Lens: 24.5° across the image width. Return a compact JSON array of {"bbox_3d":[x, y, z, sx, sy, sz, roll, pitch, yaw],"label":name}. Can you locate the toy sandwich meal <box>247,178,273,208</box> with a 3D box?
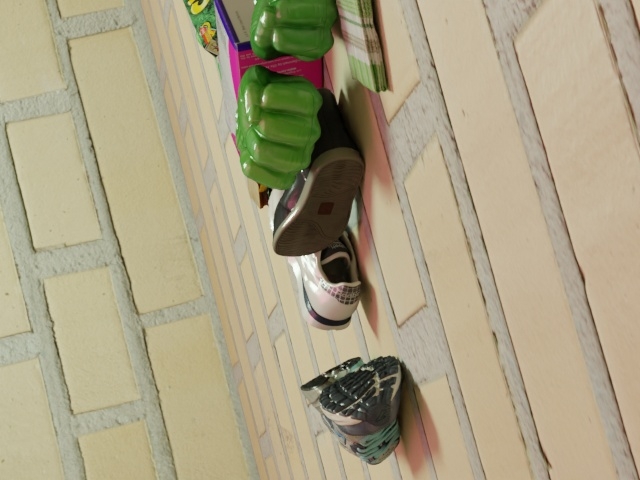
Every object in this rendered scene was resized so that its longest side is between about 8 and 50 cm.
[{"bbox_3d":[-0.080,-0.068,2.072,0.085,0.029,0.085,167,90,-80],"label":"toy sandwich meal"}]

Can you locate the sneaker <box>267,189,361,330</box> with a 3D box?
[{"bbox_3d":[0.000,0.000,1.907,0.095,0.090,0.235,110,144,-49],"label":"sneaker"}]

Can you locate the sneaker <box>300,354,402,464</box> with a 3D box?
[{"bbox_3d":[0.064,0.215,1.814,0.122,0.110,0.283,59,173,-4],"label":"sneaker"}]

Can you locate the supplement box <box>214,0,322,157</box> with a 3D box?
[{"bbox_3d":[-0.064,-0.207,1.859,0.220,0.114,0.111,90,163,-48],"label":"supplement box"}]

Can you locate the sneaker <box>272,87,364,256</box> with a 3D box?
[{"bbox_3d":[-0.008,-0.078,1.792,0.222,0.083,0.118,120,145,-48],"label":"sneaker"}]

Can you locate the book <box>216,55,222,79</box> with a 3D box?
[{"bbox_3d":[-0.137,-0.291,2.104,0.144,0.035,0.096,87,170,-46],"label":"book"}]

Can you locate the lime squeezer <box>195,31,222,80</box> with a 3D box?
[{"bbox_3d":[-0.181,-0.393,2.479,0.110,0.059,0.310,-64,-29,-54],"label":"lime squeezer"}]

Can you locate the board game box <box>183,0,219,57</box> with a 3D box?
[{"bbox_3d":[-0.136,-0.369,2.030,0.030,0.136,0.259,31,-159,-36],"label":"board game box"}]

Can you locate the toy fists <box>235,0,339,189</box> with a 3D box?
[{"bbox_3d":[-0.041,-0.197,1.648,0.142,0.096,0.279,-145,64,-70],"label":"toy fists"}]

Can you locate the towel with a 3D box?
[{"bbox_3d":[0.039,-0.235,1.532,0.113,0.023,0.152,-126,22,-70],"label":"towel"}]
